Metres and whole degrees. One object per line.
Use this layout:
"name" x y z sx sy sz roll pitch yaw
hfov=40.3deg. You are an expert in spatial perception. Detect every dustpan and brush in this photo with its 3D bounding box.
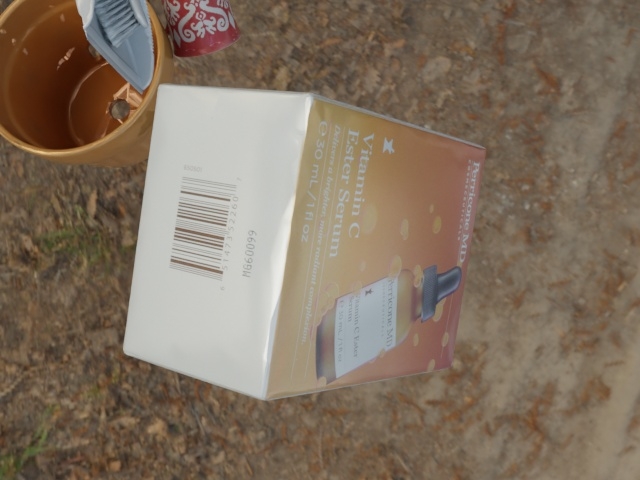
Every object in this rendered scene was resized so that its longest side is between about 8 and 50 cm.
"dustpan and brush" -0.201 -0.269 0.854 0.060 0.211 0.147 -21 165 5

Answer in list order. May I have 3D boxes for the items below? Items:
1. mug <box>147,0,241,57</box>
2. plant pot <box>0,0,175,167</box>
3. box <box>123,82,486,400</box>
"mug" -0.217 -0.381 1.358 0.150 0.113 0.169 -15 120 1
"plant pot" -0.351 -0.238 1.366 0.291 0.291 0.203 -39 163 -1
"box" 0.000 0.000 0.443 0.170 0.091 0.130 3 96 -54
